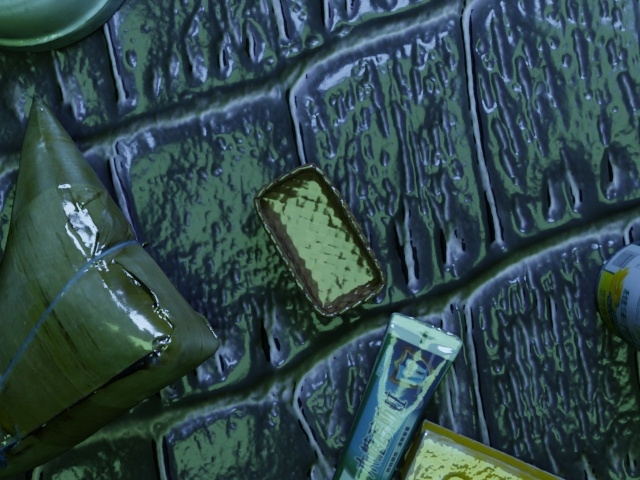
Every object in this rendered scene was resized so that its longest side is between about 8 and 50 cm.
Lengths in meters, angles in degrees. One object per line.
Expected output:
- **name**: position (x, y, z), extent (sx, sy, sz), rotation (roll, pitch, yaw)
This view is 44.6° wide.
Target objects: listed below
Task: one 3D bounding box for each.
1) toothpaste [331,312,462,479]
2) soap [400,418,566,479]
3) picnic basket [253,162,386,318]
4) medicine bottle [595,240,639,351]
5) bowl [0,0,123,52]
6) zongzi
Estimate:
- **toothpaste**: position (0.065, 0.287, 1.015), extent (0.099, 0.061, 0.391), rotation (23, 94, 3)
- **soap**: position (0.213, 0.343, 1.006), extent (0.232, 0.073, 0.140), rotation (24, 92, 2)
- **picnic basket**: position (0.000, 0.000, 0.994), extent (0.110, 0.055, 0.193), rotation (-29, 93, 4)
- **medicine bottle**: position (0.412, 0.079, 0.859), extent (0.142, 0.293, 0.141), rotation (0, 95, 3)
- **bowl**: position (-0.378, -0.387, 0.933), extent (0.308, 0.163, 0.306), rotation (0, 98, 1)
- **zongzi**: position (-0.372, 0.073, 0.976), extent (0.356, 0.174, 0.392), rotation (-36, 83, 12)
